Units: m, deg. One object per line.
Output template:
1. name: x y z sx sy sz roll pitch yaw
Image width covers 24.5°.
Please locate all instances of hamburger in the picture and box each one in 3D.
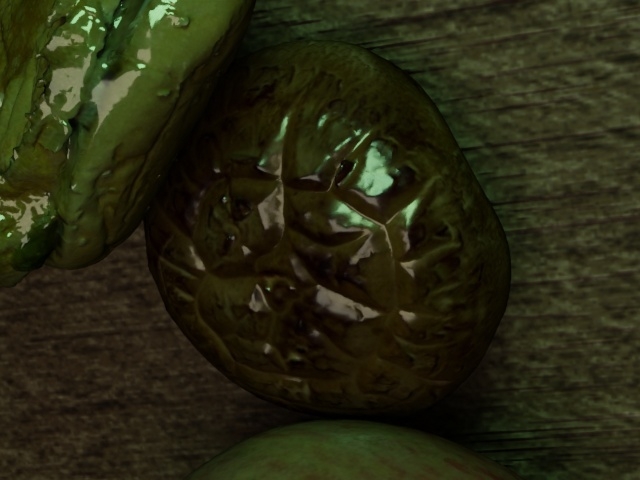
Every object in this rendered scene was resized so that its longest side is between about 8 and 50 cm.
1. hamburger: -0.133 -0.113 0.879 0.134 0.265 0.285 11 125 -28

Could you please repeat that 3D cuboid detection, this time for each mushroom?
1. mushroom: 0.000 0.000 0.929 0.253 0.153 0.253 12 117 24

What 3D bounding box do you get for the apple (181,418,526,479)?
1. apple: 0.000 0.259 0.927 0.269 0.345 0.344 34 116 19
